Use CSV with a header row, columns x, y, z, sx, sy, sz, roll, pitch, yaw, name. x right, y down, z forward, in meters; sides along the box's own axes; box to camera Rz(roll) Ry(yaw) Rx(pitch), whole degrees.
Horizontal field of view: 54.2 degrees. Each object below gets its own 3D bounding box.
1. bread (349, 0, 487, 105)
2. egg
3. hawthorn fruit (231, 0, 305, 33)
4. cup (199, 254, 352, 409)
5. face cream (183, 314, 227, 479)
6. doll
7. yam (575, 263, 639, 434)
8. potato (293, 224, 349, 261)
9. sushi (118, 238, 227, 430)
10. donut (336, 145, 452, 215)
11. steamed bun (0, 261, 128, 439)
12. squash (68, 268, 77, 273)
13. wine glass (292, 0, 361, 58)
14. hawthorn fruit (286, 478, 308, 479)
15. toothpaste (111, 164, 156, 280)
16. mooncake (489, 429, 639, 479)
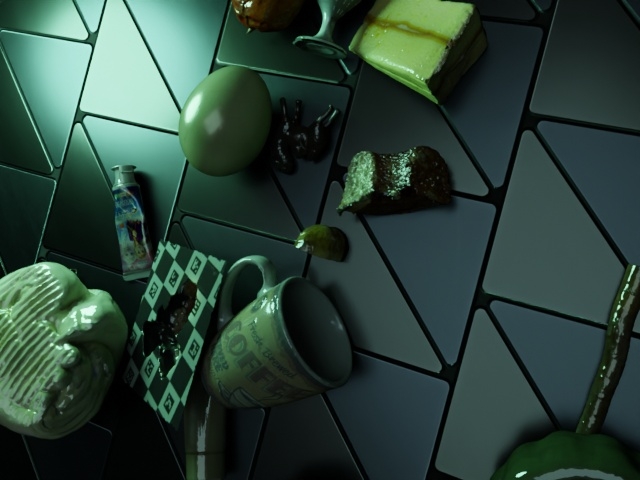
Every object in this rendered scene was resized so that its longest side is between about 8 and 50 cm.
x,y,z,sx,sy,sz,roll,pitch,yaw,name
0.166,-0.401,1.212,0.264,0.163,0.167,34,98,20,bread
-0.197,-0.251,1.316,0.186,0.186,0.241,23,91,21,egg
-0.104,-0.538,1.333,0.174,0.173,0.178,3,108,20,hawthorn fruit
-0.121,0.187,1.225,0.257,0.227,0.301,-28,83,22,cup
-0.248,0.334,1.342,0.138,0.084,0.340,-12,74,28,face cream
-0.045,-0.218,1.329,0.139,0.057,0.165,18,100,19,doll
0.508,0.202,1.091,0.045,0.045,0.326,19,92,51,yam
0.000,0.000,1.266,0.096,0.103,0.066,22,95,19,potato
-0.297,0.186,1.334,0.320,0.069,0.339,12,86,51,sushi
0.141,-0.112,1.225,0.187,0.144,0.126,-11,73,50,donut
-0.592,0.242,1.390,0.352,0.247,0.339,24,76,17,steamed bun
-0.732,0.143,1.534,0.319,0.071,0.080,-35,75,14,squash
0.033,-0.505,1.291,0.127,0.126,0.241,18,94,21,wine glass
-0.019,0.579,1.164,0.261,0.224,0.224,32,96,5,hawthorn fruit
-0.440,-0.042,1.462,0.096,0.061,0.265,-11,87,18,toothpaste
0.440,0.482,1.003,0.352,0.187,0.350,0,90,23,mooncake
